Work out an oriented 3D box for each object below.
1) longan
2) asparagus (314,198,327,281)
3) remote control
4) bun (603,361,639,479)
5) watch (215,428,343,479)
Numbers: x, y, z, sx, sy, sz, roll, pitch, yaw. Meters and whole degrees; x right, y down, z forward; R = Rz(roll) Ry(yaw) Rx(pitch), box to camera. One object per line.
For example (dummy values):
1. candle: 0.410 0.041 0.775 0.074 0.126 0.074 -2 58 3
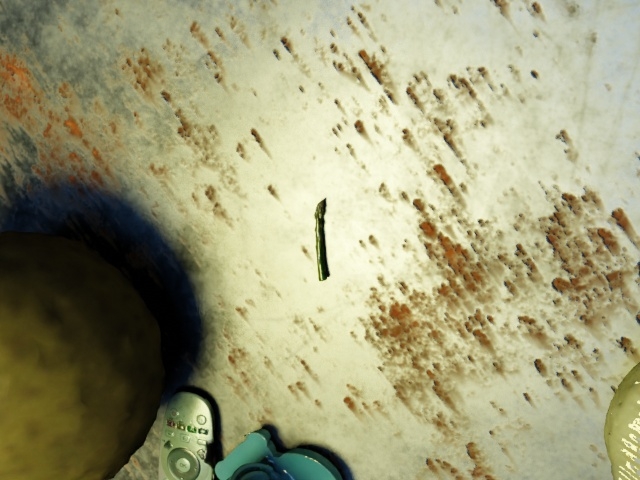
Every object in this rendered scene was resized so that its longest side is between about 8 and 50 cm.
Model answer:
1. longan: -0.413 0.181 1.318 0.391 0.391 0.391 7 109 20
2. asparagus: 0.000 0.000 1.283 0.015 0.014 0.114 -7 108 -11
3. remote control: -0.200 0.349 1.464 0.097 0.045 0.256 12 108 17
4. bun: 0.452 0.228 1.104 0.239 0.141 0.239 9 109 26
5. watch: -0.088 0.393 1.348 0.211 0.193 0.211 6 109 18
